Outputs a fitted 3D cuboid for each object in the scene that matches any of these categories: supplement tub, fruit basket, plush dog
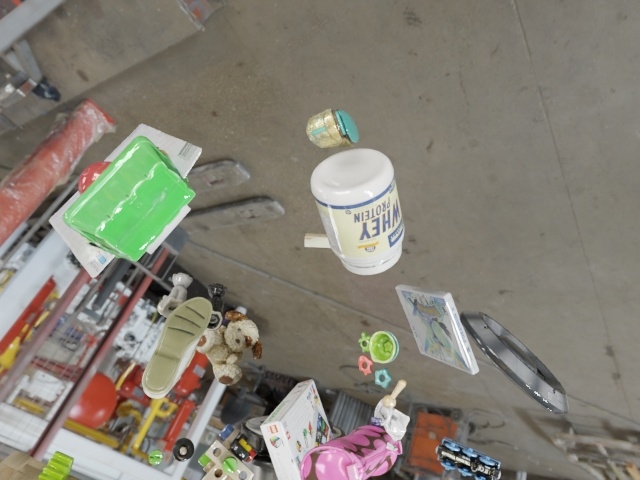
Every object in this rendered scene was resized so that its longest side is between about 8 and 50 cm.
[{"bbox_3d":[0.119,-0.079,1.373,0.235,0.235,0.325,6,136,27],"label":"supplement tub"},{"bbox_3d":[-0.434,-0.106,1.025,0.353,0.327,0.165,25,162,49],"label":"fruit basket"},{"bbox_3d":[-0.353,0.409,1.867,0.262,0.225,0.210,58,177,-5],"label":"plush dog"}]

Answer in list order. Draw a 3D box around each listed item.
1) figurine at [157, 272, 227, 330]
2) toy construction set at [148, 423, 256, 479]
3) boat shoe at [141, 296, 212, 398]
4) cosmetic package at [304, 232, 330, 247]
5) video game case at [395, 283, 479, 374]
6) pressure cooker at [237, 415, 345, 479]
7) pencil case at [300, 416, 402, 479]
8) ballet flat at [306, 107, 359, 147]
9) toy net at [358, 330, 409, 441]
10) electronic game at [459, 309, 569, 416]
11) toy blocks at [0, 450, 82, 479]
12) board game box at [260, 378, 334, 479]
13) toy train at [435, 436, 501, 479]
[{"bbox_3d":[-0.430,0.195,1.605,0.214,0.209,0.092,19,116,-14],"label":"figurine"},{"bbox_3d":[-0.251,0.625,1.150,0.309,0.257,0.237,67,156,11],"label":"toy construction set"},{"bbox_3d":[-0.410,0.300,1.323,0.113,0.302,0.103,27,145,-1],"label":"boat shoe"},{"bbox_3d":[0.000,0.000,1.688,0.115,0.041,0.060,2,-168,-1],"label":"cosmetic package"},{"bbox_3d":[0.416,0.314,1.703,0.300,0.036,0.329,68,161,-8],"label":"video game case"},{"bbox_3d":[-0.096,0.731,1.490,0.375,0.421,0.370,10,171,-25],"label":"pressure cooker"},{"bbox_3d":[0.053,0.337,0.714,0.098,0.095,0.209,-7,167,23],"label":"pencil case"},{"bbox_3d":[0.033,-0.324,1.372,0.123,0.348,0.123,2,101,12],"label":"ballet flat"},{"bbox_3d":[0.129,0.317,1.013,0.122,0.232,0.045,-13,165,38],"label":"toy net"},{"bbox_3d":[0.335,0.207,0.812,0.229,0.229,0.048,35,104,-19],"label":"electronic game"},{"bbox_3d":[-0.624,0.619,0.980,0.381,0.191,0.261,22,-167,2],"label":"toy blocks"},{"bbox_3d":[-0.045,0.486,1.151,0.053,0.193,0.305,-20,176,12],"label":"board game box"},{"bbox_3d":[0.430,0.640,1.354,0.184,0.080,0.105,14,174,22],"label":"toy train"}]
